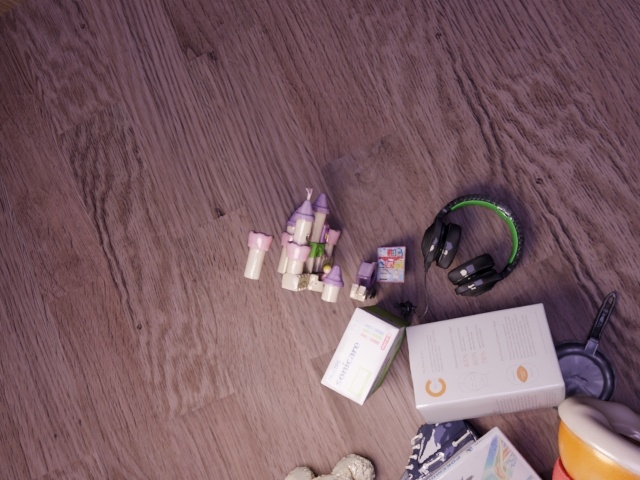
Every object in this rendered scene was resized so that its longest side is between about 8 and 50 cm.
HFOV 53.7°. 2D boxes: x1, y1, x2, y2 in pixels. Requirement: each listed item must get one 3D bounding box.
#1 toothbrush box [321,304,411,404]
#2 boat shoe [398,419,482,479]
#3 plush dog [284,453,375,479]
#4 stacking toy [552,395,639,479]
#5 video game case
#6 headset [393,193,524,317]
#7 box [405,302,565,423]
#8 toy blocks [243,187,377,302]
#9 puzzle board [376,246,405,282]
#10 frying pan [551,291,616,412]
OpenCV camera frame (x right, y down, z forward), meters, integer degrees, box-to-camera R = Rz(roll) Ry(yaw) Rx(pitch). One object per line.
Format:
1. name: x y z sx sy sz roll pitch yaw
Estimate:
1. toothbrush box: 0.125 0.285 1.638 0.122 0.283 0.206 26 92 16
2. boat shoe: 0.271 0.580 1.671 0.341 0.127 0.158 -31 72 3
3. plush dog: 0.039 0.732 1.690 0.263 0.210 0.225 -20 104 12
4. stacking toy: 0.635 0.634 1.445 0.351 0.351 0.479 24 100 15
5. video game case: 0.426 0.677 1.588 0.300 0.036 0.329 -40 98 4
6. headset: 0.359 0.058 1.695 0.394 0.185 0.243 -44 80 -8
7. box: 0.408 0.314 1.586 0.346 0.168 0.214 -12 57 14
8. toy blocks: 0.000 0.000 1.690 0.309 0.289 0.259 15 95 18
9. puzzle board: 0.190 0.066 1.733 0.011 0.128 0.096 5 86 -28
10. frying pan: 0.698 0.311 1.612 0.326 0.053 0.197 -46 77 10
